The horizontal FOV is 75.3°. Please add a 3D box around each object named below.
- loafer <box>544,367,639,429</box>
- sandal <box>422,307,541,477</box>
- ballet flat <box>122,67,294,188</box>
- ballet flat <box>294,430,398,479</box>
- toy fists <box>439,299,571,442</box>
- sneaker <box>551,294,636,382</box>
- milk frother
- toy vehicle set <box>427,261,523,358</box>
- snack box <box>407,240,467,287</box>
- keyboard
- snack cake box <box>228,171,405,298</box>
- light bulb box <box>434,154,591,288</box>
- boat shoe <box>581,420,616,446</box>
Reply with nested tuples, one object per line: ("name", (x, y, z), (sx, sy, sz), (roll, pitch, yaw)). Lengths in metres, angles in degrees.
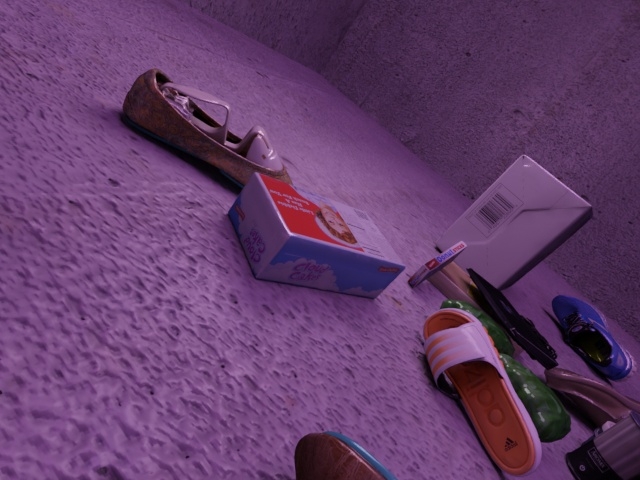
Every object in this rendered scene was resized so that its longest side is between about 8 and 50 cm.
("loafer", (0.608, 0.360, 0.891), (0.269, 0.092, 0.102), (25, -5, 5))
("sandal", (0.220, 0.201, 0.610), (0.076, 0.102, 0.265), (24, 28, -35))
("ballet flat", (-0.164, -0.175, 0.731), (0.349, 0.123, 0.123), (30, 24, -20))
("ballet flat", (0.076, 0.290, 0.258), (0.342, 0.116, 0.124), (48, 44, 13))
("toy fists", (0.293, 0.212, 0.709), (0.142, 0.096, 0.279), (38, 18, -35))
("sneaker", (0.858, 0.288, 1.341), (0.147, 0.130, 0.330), (30, 24, -25))
("milk frother", (0.513, 0.371, 0.676), (0.143, 0.134, 0.129), (17, 32, -41))
("toy vehicle set", (0.386, 0.151, 1.025), (0.267, 0.035, 0.166), (44, 24, 13))
("snack box", (0.266, 0.051, 0.933), (0.178, 0.064, 0.022), (-22, 65, -43))
("keyboard", (0.429, 0.179, 0.919), (0.201, 0.033, 0.317), (37, 18, -8))
("snack cake box", (0.000, 0.000, 0.678), (0.264, 0.089, 0.152), (16, 34, -41))
("light bulb box", (0.604, -0.035, 1.279), (0.225, 0.358, 0.361), (51, 25, 23))
("boat shoe", (0.601, 0.437, 0.753), (0.254, 0.079, 0.095), (35, 25, -1))
